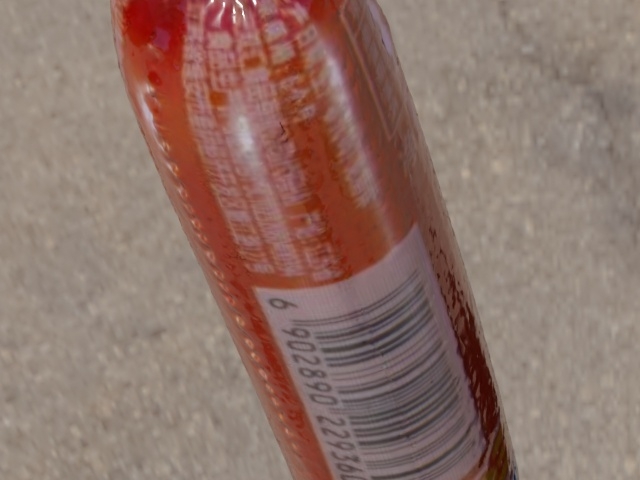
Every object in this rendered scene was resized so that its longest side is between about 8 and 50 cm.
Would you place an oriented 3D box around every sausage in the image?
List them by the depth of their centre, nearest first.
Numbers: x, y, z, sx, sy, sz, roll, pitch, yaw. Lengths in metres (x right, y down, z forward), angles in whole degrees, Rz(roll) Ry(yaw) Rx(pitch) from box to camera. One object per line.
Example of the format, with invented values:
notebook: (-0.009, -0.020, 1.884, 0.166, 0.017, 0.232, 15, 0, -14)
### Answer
sausage: (0.000, 0.000, 0.557, 0.074, 0.274, 0.074, -9, 50, 11)
